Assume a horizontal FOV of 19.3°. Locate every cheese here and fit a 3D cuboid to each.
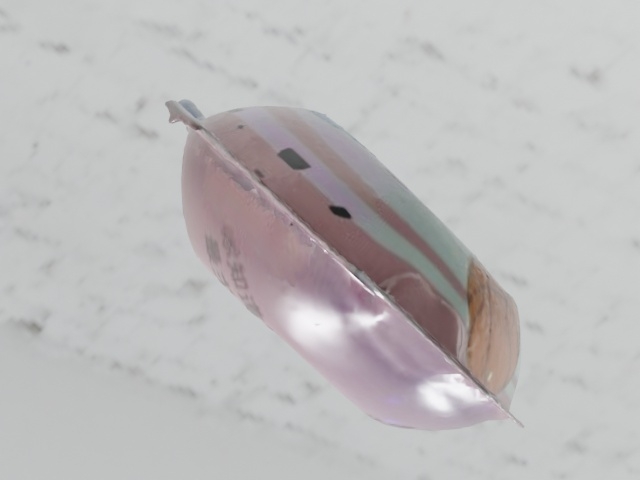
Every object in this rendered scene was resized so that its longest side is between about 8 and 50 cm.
[{"bbox_3d":[0.000,0.000,0.758,0.189,0.074,0.286,45,180,-21],"label":"cheese"}]
